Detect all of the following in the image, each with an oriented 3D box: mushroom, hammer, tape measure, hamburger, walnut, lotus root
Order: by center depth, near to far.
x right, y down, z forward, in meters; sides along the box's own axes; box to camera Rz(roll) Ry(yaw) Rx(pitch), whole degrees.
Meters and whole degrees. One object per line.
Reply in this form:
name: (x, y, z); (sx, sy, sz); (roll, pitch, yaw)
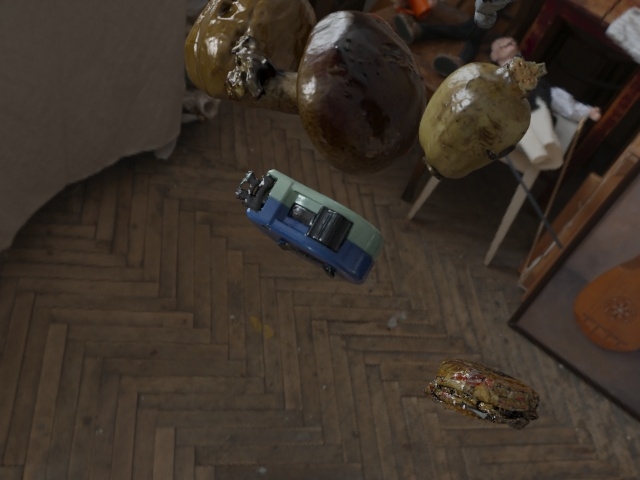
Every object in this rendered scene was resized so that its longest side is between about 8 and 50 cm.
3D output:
lotus root: (0.246, -0.189, 1.073); (0.140, 0.257, 0.154); (-14, 64, -35)
tape measure: (0.000, 0.000, 1.118); (0.215, 0.351, 0.098); (28, 85, 14)
hammer: (0.511, -0.501, 1.285); (0.426, 0.152, 0.044); (-11, 79, 2)
mushroom: (0.027, -0.273, 1.325); (0.356, 0.334, 0.331); (-28, 44, 16)
hamburger: (0.324, 0.309, 1.349); (0.231, 0.231, 0.107); (20, 87, 0)
walnut: (-0.192, -0.554, 1.851); (0.354, 0.308, 0.398); (19, 71, 32)

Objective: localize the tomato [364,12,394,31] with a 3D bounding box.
tomato: (0.120, -0.511, 1.854); (0.188, 0.232, 0.232); (-17, 56, 0)
